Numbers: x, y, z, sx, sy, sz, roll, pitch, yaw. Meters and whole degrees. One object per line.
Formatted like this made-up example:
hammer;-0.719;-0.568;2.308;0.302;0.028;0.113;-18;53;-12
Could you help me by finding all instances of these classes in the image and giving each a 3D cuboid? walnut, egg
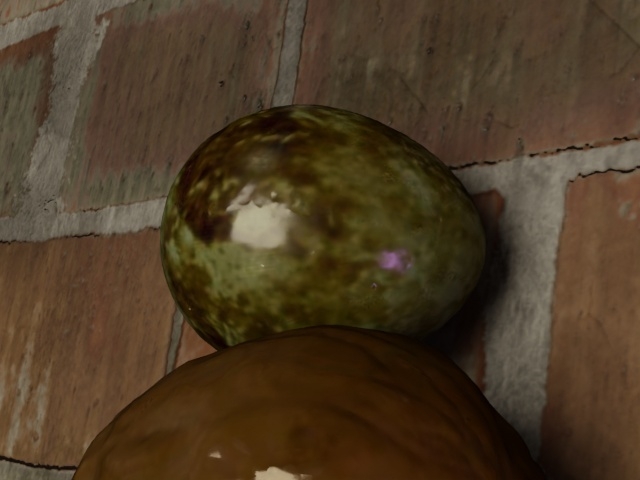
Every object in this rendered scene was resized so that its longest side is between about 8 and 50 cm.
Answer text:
walnut;-0.004;0.241;0.818;0.398;0.308;0.354;-19;102;38
egg;0.000;0.000;0.962;0.289;0.238;0.238;-3;72;34
